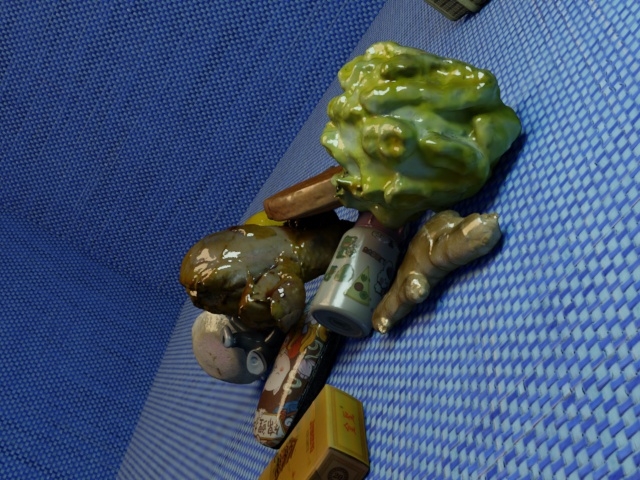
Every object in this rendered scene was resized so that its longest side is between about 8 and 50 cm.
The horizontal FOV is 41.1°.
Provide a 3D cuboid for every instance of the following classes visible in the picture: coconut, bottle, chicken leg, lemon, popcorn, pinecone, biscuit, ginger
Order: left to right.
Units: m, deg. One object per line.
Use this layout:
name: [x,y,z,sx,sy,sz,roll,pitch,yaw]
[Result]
coconut: [-0.180,0.215,2.010,0.234,0.224,0.224,-31,-12,-45]
lemon: [-0.144,0.000,2.444,0.203,0.178,0.178,-34,26,37]
chicken leg: [-0.061,0.068,1.642,0.295,0.409,0.182,-121,20,-58]
pinecone: [-0.002,-0.004,1.949,0.165,0.163,0.163,-4,55,60]
biscuit: [0.044,-0.119,1.757,0.349,0.078,0.455,-18,7,7]
bottle: [0.080,0.044,1.556,0.253,0.120,0.120,-64,13,-23]
popcorn: [0.159,-0.170,1.384,0.312,0.312,0.312,-56,13,19]
ginger: [0.164,0.044,1.324,0.334,0.081,0.148,-52,30,36]

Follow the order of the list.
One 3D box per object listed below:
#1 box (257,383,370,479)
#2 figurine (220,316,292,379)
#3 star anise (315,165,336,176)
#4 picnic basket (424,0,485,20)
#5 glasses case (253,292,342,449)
box: [-0.031,0.380,1.315,0.274,0.076,0.174,-56,14,18]
figurine: [-0.125,0.183,1.759,0.140,0.193,0.265,-40,3,-1]
star anise: [-0.013,-0.100,2.346,0.209,0.089,0.231,-42,32,35]
picnic basket: [0.332,-0.710,2.045,0.313,0.228,0.175,-63,14,-15]
glasses case: [-0.038,0.243,1.632,0.122,0.082,0.321,-4,59,62]
